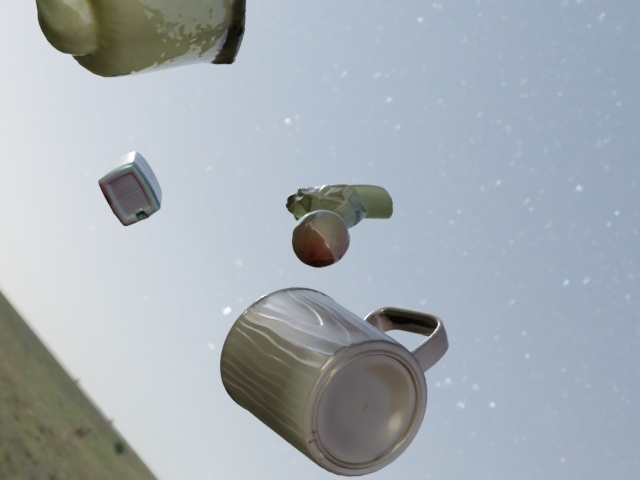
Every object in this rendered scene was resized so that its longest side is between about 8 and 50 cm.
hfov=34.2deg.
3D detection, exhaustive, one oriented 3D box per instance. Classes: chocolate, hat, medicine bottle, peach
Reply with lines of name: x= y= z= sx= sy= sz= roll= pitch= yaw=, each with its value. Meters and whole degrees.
chocolate: x=-0.303 y=-0.409 z=1.602 sx=0.326 sy=0.297 sz=0.314 roll=-137 pitch=-143 yaw=-54
hat: x=0.033 y=-0.046 z=1.707 sx=0.122 sy=0.166 sz=0.081 roll=126 pitch=-33 yaw=-63
medicine bottle: x=-0.385 y=-0.113 z=2.129 sx=0.119 sy=0.094 sz=0.188 roll=62 pitch=2 yaw=-17
peach: x=0.000 y=0.000 z=1.415 sx=0.083 sy=0.083 sz=0.083 roll=46 pitch=-16 yaw=17

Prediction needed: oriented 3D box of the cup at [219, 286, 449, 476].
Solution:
cup: x=0.031 y=0.200 z=1.531 sx=0.273 sy=0.288 sz=0.208 roll=25 pitch=-70 yaw=60
